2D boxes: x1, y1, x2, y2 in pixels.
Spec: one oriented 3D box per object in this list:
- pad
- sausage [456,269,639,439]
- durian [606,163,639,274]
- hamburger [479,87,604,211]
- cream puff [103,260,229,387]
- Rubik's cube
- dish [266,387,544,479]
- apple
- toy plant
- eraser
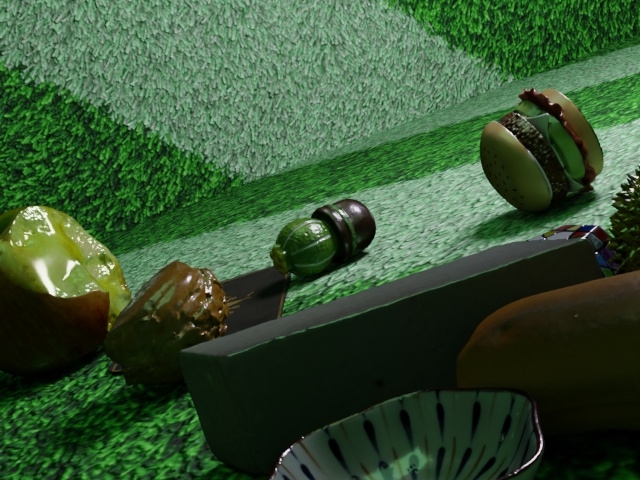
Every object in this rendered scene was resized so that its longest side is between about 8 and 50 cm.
[{"bbox_3d":[-0.202,0.088,1.390,0.314,0.063,0.375,-18,10,4],"label":"pad"},{"bbox_3d":[0.234,0.065,0.599,0.328,0.112,0.112,-17,9,42],"label":"sausage"},{"bbox_3d":[0.308,0.002,0.749,0.159,0.146,0.198,-6,-4,22],"label":"durian"},{"bbox_3d":[0.298,-0.116,1.329,0.137,0.175,0.175,-34,12,-3],"label":"hamburger"},{"bbox_3d":[-0.172,0.103,1.105,0.165,0.115,0.150,-49,11,-28],"label":"cream puff"},{"bbox_3d":[0.222,0.038,0.834,0.111,0.093,0.111,-17,9,3],"label":"Rubik's cube"},{"bbox_3d":[0.057,0.158,0.591,0.190,0.066,0.191,-17,10,3],"label":"dish"},{"bbox_3d":[-0.407,0.067,1.373,0.246,0.226,0.246,-26,16,8],"label":"apple"},{"bbox_3d":[0.000,0.000,1.415,0.162,0.093,0.093,-28,14,-27],"label":"toy plant"},{"bbox_3d":[0.058,0.096,0.776,0.352,0.111,0.077,-18,9,4],"label":"eraser"}]
